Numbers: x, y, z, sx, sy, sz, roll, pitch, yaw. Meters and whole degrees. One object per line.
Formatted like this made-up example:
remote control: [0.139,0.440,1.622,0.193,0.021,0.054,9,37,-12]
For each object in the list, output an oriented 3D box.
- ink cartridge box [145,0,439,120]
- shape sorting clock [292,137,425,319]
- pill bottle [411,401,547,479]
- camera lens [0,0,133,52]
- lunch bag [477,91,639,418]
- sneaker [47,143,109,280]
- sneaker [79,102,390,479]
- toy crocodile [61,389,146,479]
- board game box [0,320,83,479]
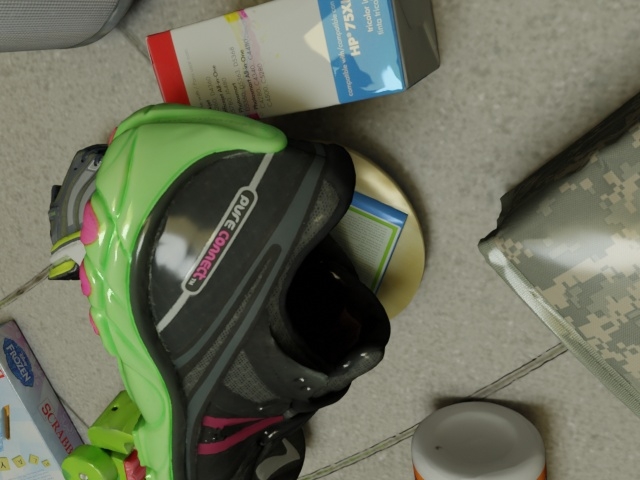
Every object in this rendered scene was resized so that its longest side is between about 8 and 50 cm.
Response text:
ink cartridge box: [-0.035,-0.143,0.451,0.231,0.134,0.077,-5,110,23]
shape sorting clock: [0.000,0.000,0.551,0.206,0.040,0.206,11,119,20]
pill bottle: [0.160,0.281,0.559,0.121,0.121,0.221,-2,110,23]
camera lens: [-0.286,-0.251,0.422,0.220,0.274,0.219,10,114,23]
lunch bag: [0.294,0.022,0.368,0.287,0.169,0.235,49,120,3]
sneaker: [-0.188,-0.049,0.562,0.300,0.111,0.121,-22,83,33]
sneaker: [-0.044,0.113,0.488,0.203,0.185,0.482,1,138,3]
toy crocodile: [-0.261,0.333,0.757,0.105,0.115,0.340,18,117,14]
board game box: [-0.517,0.309,0.838,0.319,0.066,0.317,-18,104,12]
